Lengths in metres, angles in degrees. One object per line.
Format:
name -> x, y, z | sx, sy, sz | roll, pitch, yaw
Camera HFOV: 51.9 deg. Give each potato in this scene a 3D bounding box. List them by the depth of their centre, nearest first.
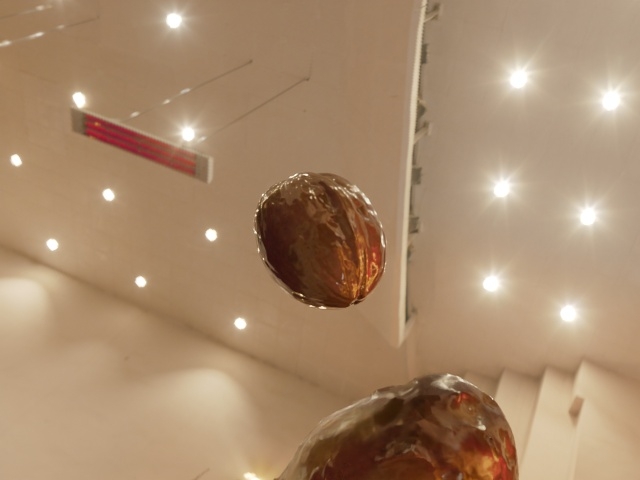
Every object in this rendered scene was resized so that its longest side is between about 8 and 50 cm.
potato -> 0.083, 0.276, 0.743 | 0.301, 0.289, 0.237 | 27, -47, 27

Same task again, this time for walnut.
walnut -> 0.001, 0.000, 0.717 | 0.140, 0.140, 0.162 | -30, -104, 37
